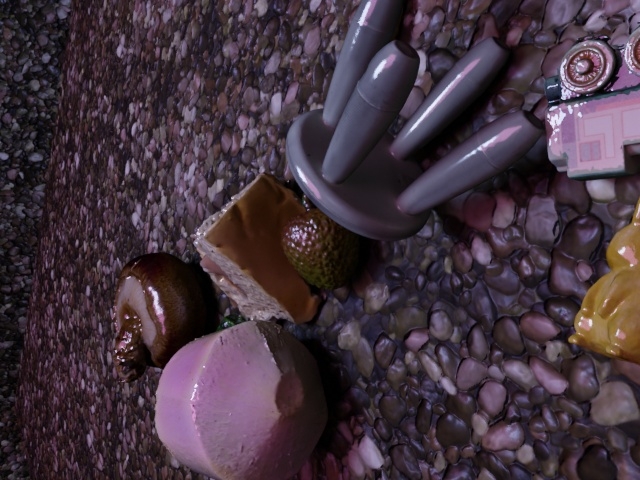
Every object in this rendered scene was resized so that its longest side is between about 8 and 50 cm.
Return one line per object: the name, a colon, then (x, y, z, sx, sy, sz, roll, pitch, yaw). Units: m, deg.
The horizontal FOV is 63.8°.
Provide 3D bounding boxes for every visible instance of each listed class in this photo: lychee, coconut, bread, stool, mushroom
lychee: (0.000, 0.000, 0.729, 0.114, 0.114, 0.146, -9, 101, 50)
coconut: (-0.109, 0.241, 0.770, 0.245, 0.233, 0.233, -18, 74, 49)
bread: (-0.081, 0.003, 0.854, 0.184, 0.224, 0.211, -14, 35, 55)
stool: (0.090, -0.126, 0.549, 0.198, 0.195, 0.195, -48, 29, 43)
mushroom: (-0.350, 0.165, 1.107, 0.297, 0.163, 0.278, -1, 78, 50)

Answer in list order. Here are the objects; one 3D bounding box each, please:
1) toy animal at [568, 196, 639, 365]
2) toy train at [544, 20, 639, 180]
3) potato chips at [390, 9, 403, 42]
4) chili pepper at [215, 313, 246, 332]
toy animal: (0.277, 0.026, 0.440, 0.070, 0.083, 0.159, 175, 108, -76)
toy train: (0.286, -0.118, 0.422, 0.194, 0.081, 0.125, -2, 97, 48)
potato chips: (0.059, -0.239, 0.712, 0.080, 0.057, 0.406, 29, 110, 44)
chili pepper: (-0.183, 0.252, 0.974, 0.098, 0.061, 0.224, 30, 109, 40)
